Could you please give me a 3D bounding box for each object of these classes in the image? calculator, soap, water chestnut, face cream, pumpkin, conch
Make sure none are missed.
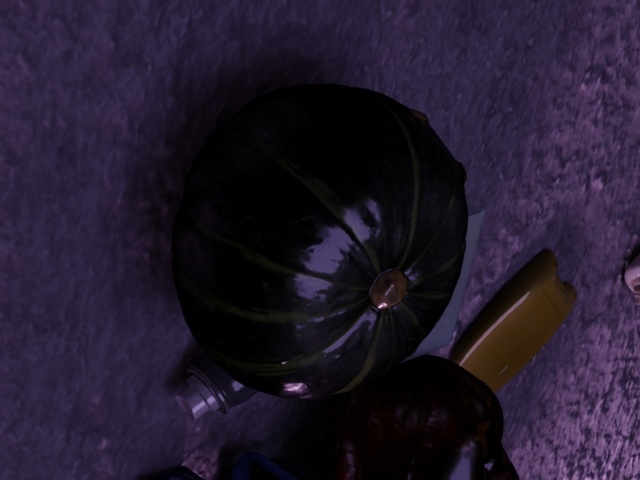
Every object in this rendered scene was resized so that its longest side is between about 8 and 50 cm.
[{"bbox_3d":[0.261,0.130,2.036,0.236,0.033,0.157,-47,144,-4],"label":"calculator"},{"bbox_3d":[0.120,0.045,1.790,0.119,0.066,0.198,-15,130,-36],"label":"soap"},{"bbox_3d":[0.118,0.278,1.830,0.289,0.244,0.289,-30,143,-25],"label":"water chestnut"},{"bbox_3d":[-0.042,0.098,1.656,0.283,0.073,0.073,-40,141,-16],"label":"face cream"},{"bbox_3d":[0.000,0.000,1.482,0.323,0.241,0.323,-29,138,-31],"label":"pumpkin"},{"bbox_3d":[0.510,0.028,2.197,0.104,0.094,0.176,51,52,-39],"label":"conch"}]

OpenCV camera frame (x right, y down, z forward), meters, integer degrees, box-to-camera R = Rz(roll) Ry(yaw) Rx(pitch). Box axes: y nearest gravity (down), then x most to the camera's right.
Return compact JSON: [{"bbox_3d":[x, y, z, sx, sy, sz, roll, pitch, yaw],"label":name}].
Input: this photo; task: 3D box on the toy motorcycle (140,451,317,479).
[{"bbox_3d":[-0.029,0.368,1.664,0.213,0.359,0.125,-18,130,-48],"label":"toy motorcycle"}]
